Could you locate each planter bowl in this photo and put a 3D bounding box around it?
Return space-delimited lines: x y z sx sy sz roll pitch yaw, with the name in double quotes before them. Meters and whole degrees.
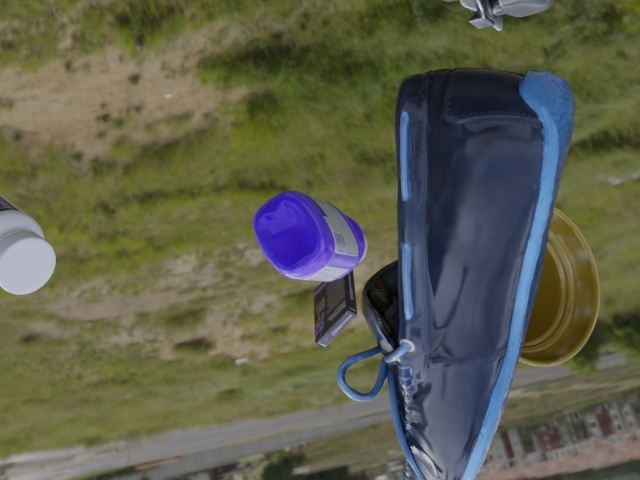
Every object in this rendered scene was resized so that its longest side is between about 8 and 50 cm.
"planter bowl" 0.261 0.059 1.121 0.217 0.217 0.090 -3 172 -28

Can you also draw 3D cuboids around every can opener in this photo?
"can opener" 0.144 -0.267 0.782 0.095 0.076 0.283 -5 175 29

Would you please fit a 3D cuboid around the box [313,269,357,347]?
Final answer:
"box" 0.029 0.129 1.749 0.029 0.162 0.116 28 123 -21

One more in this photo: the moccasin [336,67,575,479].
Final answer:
"moccasin" 0.087 0.039 0.584 0.117 0.342 0.138 14 -152 16

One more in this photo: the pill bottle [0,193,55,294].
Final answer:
"pill bottle" -0.454 0.000 1.178 0.112 0.187 0.112 -26 129 -36

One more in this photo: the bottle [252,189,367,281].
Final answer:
"bottle" 0.000 0.000 1.204 0.092 0.118 0.283 -35 167 13
